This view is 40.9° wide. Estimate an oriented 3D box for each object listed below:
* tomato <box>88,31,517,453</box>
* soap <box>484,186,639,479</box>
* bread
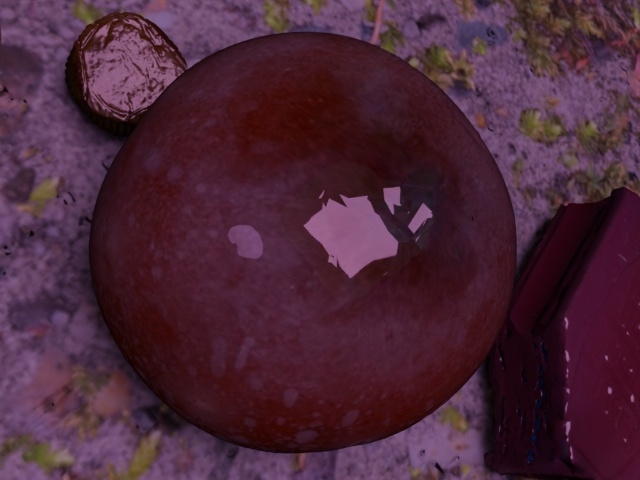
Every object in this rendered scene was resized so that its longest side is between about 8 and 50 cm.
[{"bbox_3d":[0.000,0.000,0.543,0.270,0.227,0.270,7,75,-28],"label":"tomato"},{"bbox_3d":[0.227,0.099,0.722,0.162,0.099,0.250,47,59,-18],"label":"soap"},{"bbox_3d":[-0.137,-0.114,0.602,0.085,0.053,0.085,3,81,-18],"label":"bread"}]
